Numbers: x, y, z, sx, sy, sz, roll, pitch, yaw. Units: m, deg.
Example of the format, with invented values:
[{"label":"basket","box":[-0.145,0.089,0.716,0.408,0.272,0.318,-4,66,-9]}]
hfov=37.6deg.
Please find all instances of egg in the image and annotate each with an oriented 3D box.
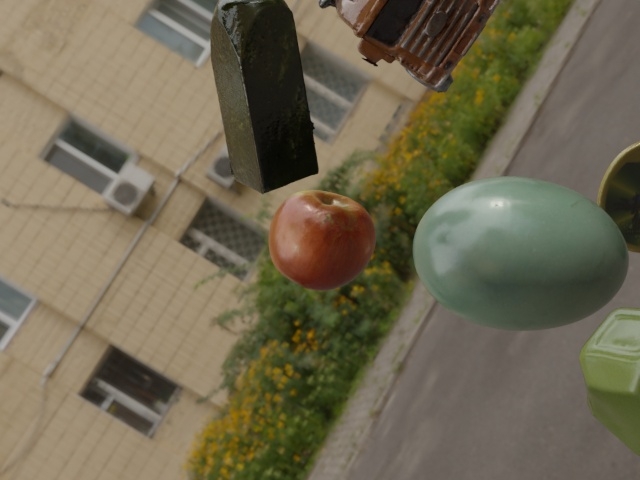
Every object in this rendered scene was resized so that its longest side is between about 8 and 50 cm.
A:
[{"label":"egg","box":[0.216,0.015,1.023,0.168,0.231,0.168,6,-90,-83]}]

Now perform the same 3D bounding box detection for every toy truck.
[{"label":"toy truck","box":[0.056,-0.175,0.620,0.083,0.092,0.192,-56,18,24]}]

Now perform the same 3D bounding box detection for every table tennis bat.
[{"label":"table tennis bat","box":[0.564,-0.128,1.562,0.050,0.198,0.320,-112,25,-66]}]

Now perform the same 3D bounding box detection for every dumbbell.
[{"label":"dumbbell","box":[0.308,0.023,0.682,0.302,0.108,0.121,-48,20,-21]}]

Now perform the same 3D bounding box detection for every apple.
[{"label":"apple","box":[0.000,0.000,1.448,0.163,0.163,0.139,-63,-10,-73]}]

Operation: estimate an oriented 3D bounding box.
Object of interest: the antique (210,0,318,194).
[{"label":"antique","box":[-0.069,-0.172,1.068,0.080,0.220,0.081,-23,28,-26]}]
